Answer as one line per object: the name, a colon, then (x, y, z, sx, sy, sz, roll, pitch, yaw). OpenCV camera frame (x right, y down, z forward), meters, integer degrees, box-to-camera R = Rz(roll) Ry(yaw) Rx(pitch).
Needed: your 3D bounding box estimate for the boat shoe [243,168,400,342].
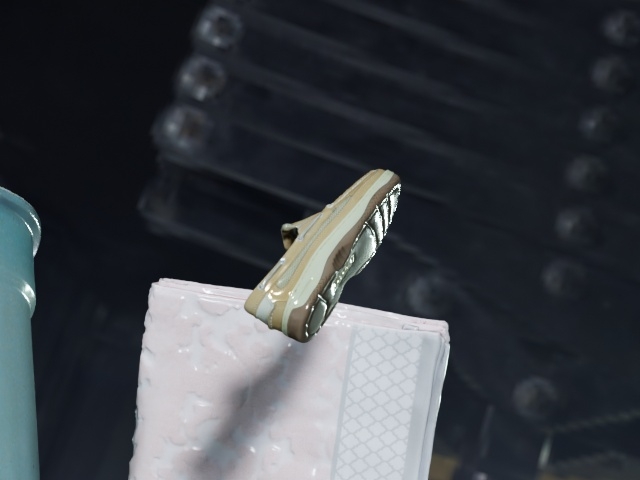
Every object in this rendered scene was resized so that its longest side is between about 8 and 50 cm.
boat shoe: (0.000, 0.000, 1.530, 0.072, 0.190, 0.068, 21, -42, 20)

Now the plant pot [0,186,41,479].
plant pot: (-0.413, 0.158, 1.767, 0.341, 0.334, 0.341, -12, -22, -5)

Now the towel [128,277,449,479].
towel: (-0.042, 0.223, 1.914, 0.317, 0.332, 0.053, 8, 7, 3)
